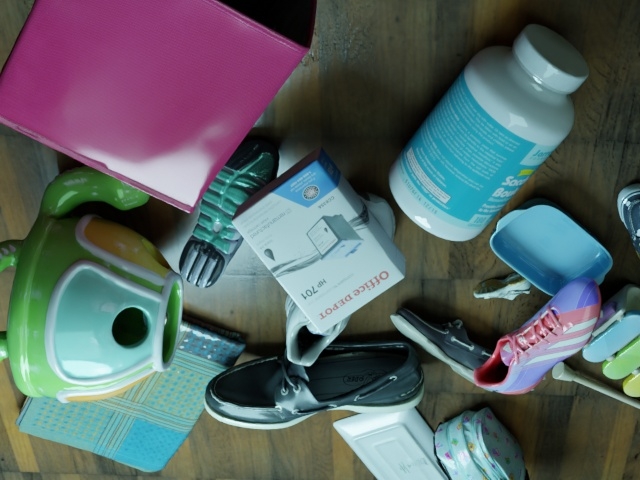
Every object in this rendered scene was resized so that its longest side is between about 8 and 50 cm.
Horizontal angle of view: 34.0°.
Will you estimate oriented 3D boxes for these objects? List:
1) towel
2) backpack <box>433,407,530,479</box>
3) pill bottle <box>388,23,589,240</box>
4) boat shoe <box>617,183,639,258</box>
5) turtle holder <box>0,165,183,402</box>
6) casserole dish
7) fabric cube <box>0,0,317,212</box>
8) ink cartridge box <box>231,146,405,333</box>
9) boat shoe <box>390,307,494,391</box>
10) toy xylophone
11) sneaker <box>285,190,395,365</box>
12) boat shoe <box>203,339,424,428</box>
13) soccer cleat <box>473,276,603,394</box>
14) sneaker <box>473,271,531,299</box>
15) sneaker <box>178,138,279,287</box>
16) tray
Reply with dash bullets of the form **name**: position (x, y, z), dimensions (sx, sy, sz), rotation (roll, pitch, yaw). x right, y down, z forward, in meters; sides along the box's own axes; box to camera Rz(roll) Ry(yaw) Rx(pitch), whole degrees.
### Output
- **towel**: position (-0.313, 0.231, 1.700), dimensions (0.271, 0.040, 0.370), rotation (22, 127, -16)
- **backpack**: position (0.264, 0.359, 1.707), dimensions (0.115, 0.152, 0.182), rotation (-31, 110, 21)
- **pill bottle**: position (0.206, -0.132, 1.269), dimensions (0.146, 0.146, 0.264), rotation (24, 129, -16)
- **boat shoe**: position (0.458, 0.009, 1.412), dimensions (0.065, 0.083, 0.183), rotation (-23, 125, 22)
- **turtle holder**: position (-0.305, 0.064, 1.440), dimensions (0.227, 0.321, 0.243), rotation (8, 159, 6)
- **casserole dish**: position (0.319, 0.007, 1.454), dimensions (0.188, 0.037, 0.114), rotation (35, 124, -24)
- **fabric cube**: position (-0.171, -0.240, 1.134), dimensions (0.254, 0.259, 0.258), rotation (25, 130, -17)
- **ink cartridge box**: position (0.000, 0.000, 1.344), dimensions (0.139, 0.082, 0.191), rotation (-36, 101, 12)
- **boat shoe**: position (0.196, 0.151, 1.588), dimensions (0.206, 0.075, 0.065), rotation (36, 82, -17)
- **toy xylophone**: position (0.499, 0.189, 1.568), dimensions (0.322, 0.081, 0.236), rotation (21, 130, -13)
- **sneaker**: position (0.027, 0.060, 1.463), dimensions (0.111, 0.129, 0.297), rotation (17, 129, -6)
- **boat shoe**: position (-0.010, 0.204, 1.585), dimensions (0.339, 0.127, 0.113), rotation (0, 138, 1)
- **soccer cleat**: position (0.309, 0.141, 1.489), dimensions (0.095, 0.083, 0.248), rotation (3, 141, -25)
- **sneaker**: position (0.265, 0.074, 1.519), dimensions (0.083, 0.032, 0.037), rotation (-16, 128, 18)
- **sneaker**: position (-0.122, -0.045, 1.432), dimensions (0.083, 0.098, 0.224), rotation (32, 105, 1)
- **tray**: position (0.146, 0.381, 1.797), dimensions (0.145, 0.030, 0.270), rotation (-22, 126, 21)
